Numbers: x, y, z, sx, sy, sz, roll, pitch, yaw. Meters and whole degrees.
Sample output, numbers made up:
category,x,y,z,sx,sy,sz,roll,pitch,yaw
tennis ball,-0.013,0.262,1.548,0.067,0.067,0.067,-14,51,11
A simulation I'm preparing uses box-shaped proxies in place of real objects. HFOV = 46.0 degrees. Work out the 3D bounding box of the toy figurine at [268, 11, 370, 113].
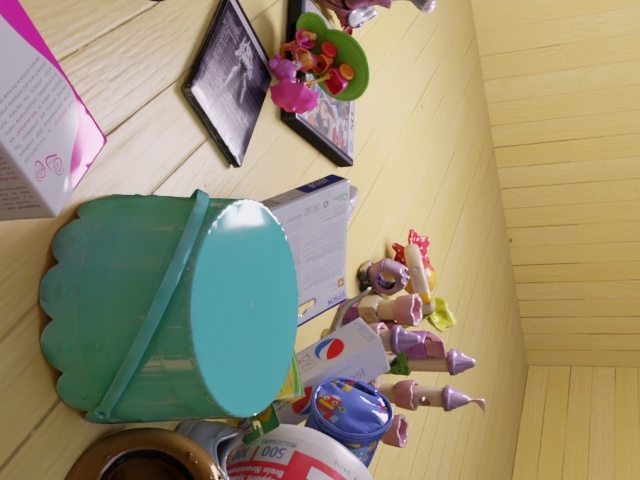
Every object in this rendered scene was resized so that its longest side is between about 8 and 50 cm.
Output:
category,x,y,z,sx,sy,sz,roll,pitch,yaw
toy figurine,-0.027,-0.283,1.253,0.159,0.130,0.173,-39,94,-39

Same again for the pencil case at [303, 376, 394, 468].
category,x,y,z,sx,sy,sz,roll,pitch,yaw
pencil case,0.017,0.336,1.146,0.133,0.119,0.306,-48,160,-49

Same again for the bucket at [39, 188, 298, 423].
category,x,y,z,sx,sy,sz,roll,pitch,yaw
bucket,-0.156,0.074,0.853,0.281,0.183,0.280,-3,90,-66

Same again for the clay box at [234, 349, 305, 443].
category,x,y,z,sx,sy,sz,roll,pitch,yaw
clay box,-0.084,0.148,1.005,0.053,0.127,0.221,-2,67,-30

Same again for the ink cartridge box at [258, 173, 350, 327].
category,x,y,z,sx,sy,sz,roll,pitch,yaw
ink cartridge box,-0.042,0.030,1.178,0.223,0.045,0.223,-24,124,-42

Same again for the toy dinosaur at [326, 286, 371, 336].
category,x,y,z,sx,sy,sz,roll,pitch,yaw
toy dinosaur,0.006,0.199,1.294,0.118,0.064,0.268,-33,150,-55

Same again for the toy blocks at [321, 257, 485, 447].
category,x,y,z,sx,sy,sz,roll,pitch,yaw
toy blocks,0.191,0.221,1.535,0.309,0.260,0.288,-54,135,-55

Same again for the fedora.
category,x,y,z,sx,sy,sz,roll,pitch,yaw
fedora,-0.193,0.304,0.821,0.079,0.195,0.194,113,-1,-46

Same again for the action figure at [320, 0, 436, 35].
category,x,y,z,sx,sy,sz,roll,pitch,yaw
action figure,0.064,-0.543,1.419,0.276,0.248,0.370,-21,138,-34

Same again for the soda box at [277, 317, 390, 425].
category,x,y,z,sx,sy,sz,roll,pitch,yaw
soda box,-0.004,0.211,1.168,0.069,0.216,0.073,43,-23,54

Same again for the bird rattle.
category,x,y,z,sx,sy,sz,roll,pitch,yaw
bird rattle,0.233,0.085,1.727,0.207,0.143,0.253,63,23,-70

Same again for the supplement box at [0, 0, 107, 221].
category,x,y,z,sx,sy,sz,roll,pitch,yaw
supplement box,-0.298,-0.130,0.641,0.111,0.114,0.220,-71,147,-42

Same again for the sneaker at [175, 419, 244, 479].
category,x,y,z,sx,sy,sz,roll,pitch,yaw
sneaker,-0.161,0.306,0.926,0.212,0.094,0.080,-66,146,-46

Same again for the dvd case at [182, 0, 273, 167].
category,x,y,z,sx,sy,sz,roll,pitch,yaw
dvd case,-0.134,-0.246,1.148,0.164,0.018,0.221,59,37,-46

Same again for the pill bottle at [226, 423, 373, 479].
category,x,y,z,sx,sy,sz,roll,pitch,yaw
pill bottle,-0.086,0.441,0.914,0.407,0.229,0.228,-58,139,-53

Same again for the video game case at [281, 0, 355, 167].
category,x,y,z,sx,sy,sz,roll,pitch,yaw
video game case,0.006,-0.300,1.452,0.275,0.035,0.248,29,61,-63

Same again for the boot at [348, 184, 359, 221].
category,x,y,z,sx,sy,sz,roll,pitch,yaw
boot,0.000,0.000,1.357,0.258,0.095,0.123,-45,134,-49
